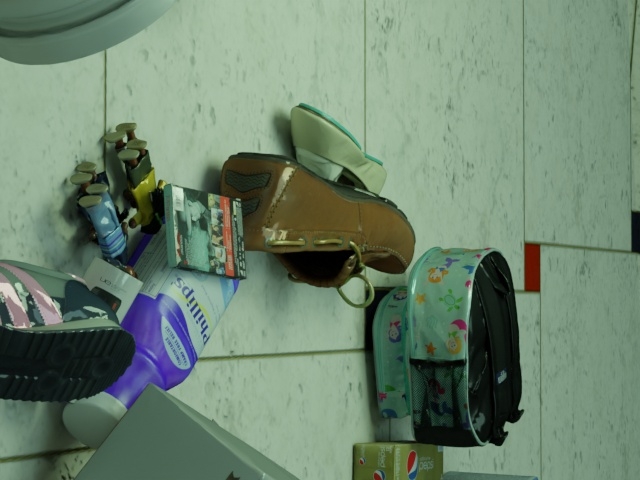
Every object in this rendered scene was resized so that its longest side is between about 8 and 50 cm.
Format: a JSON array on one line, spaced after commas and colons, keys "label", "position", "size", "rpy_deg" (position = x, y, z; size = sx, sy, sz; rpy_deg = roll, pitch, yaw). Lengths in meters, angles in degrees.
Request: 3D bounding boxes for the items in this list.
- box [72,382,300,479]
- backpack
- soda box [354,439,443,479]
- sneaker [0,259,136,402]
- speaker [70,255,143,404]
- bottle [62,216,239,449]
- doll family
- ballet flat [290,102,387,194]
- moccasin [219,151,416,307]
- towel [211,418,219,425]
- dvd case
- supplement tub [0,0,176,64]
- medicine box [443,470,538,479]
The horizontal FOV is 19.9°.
[{"label": "box", "position": [-0.102, 0.319, 1.818], "size": [0.215, 0.168, 0.345], "rpy_deg": [-52, 147, -4]}, {"label": "backpack", "position": [0.179, 0.133, 2.487], "size": [0.225, 0.191, 0.253], "rpy_deg": [-34, 127, -64]}, {"label": "soda box", "position": [0.108, 0.303, 2.481], "size": [0.181, 0.061, 0.058], "rpy_deg": [11, 79, -64]}, {"label": "sneaker", "position": [-0.313, 0.062, 1.581], "size": [0.319, 0.131, 0.112], "rpy_deg": [17, 115, -49]}, {"label": "speaker", "position": [-0.224, 0.084, 1.735], "size": [0.136, 0.055, 0.055], "rpy_deg": [-60, 149, -4]}, {"label": "bottle", "position": [-0.174, 0.092, 1.855], "size": [0.118, 0.092, 0.283], "rpy_deg": [65, 34, -30]}, {"label": "doll family", "position": [-0.199, -0.030, 1.840], "size": [0.193, 0.076, 0.111], "rpy_deg": [-51, 139, -47]}, {"label": "ballet flat", "position": [0.018, -0.097, 2.297], "size": [0.248, 0.086, 0.086], "rpy_deg": [34, 59, -61]}, {"label": "moccasin", "position": [0.003, 0.000, 2.186], "size": [0.380, 0.139, 0.147], "rpy_deg": [22, 75, -65]}, {"label": "towel", "position": [-0.120, 0.250, 2.063], "size": [0.060, 0.009, 0.083], "rpy_deg": [55, 42, -51]}, {"label": "dvd case", "position": [-0.118, -0.008, 1.872], "size": [0.119, 0.013, 0.087], "rpy_deg": [12, 70, -56]}, {"label": "supplement tub", "position": [-0.256, -0.338, 1.524], "size": [0.241, 0.241, 0.331], "rpy_deg": [-66, 145, -41]}, {"label": "medicine box", "position": [0.203, 0.486, 2.577], "size": [0.289, 0.149, 0.263], "rpy_deg": [-14, 101, -65]}]
